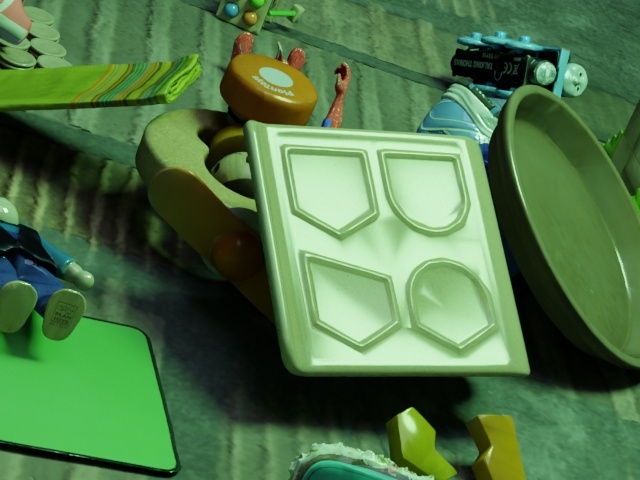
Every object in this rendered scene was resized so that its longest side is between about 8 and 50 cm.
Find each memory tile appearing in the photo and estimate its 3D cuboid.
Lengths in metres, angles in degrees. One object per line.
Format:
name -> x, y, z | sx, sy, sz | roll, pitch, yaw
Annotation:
memory tile -> -0.303, -0.198, 1.893 | 0.113, 0.012, 0.148 | 10, 28, -24

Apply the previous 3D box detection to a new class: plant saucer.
plant saucer -> 0.228, -0.008, 1.761 | 0.278, 0.041, 0.278 | 43, 33, -36

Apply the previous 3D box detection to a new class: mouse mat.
mouse mat -> -0.182, 0.100, 1.402 | 0.152, 0.007, 0.190 | 13, 27, -20

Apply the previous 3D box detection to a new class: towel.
towel -> -0.228, -0.134, 1.692 | 0.237, 0.021, 0.102 | -2, 19, 14

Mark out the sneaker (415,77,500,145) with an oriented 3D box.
sneaker -> 0.182, -0.062, 1.961 | 0.211, 0.081, 0.080 | 49, -2, 18

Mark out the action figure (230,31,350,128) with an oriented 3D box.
action figure -> -0.027, -0.151, 1.890 | 0.091, 0.139, 0.280 | 14, 29, -16

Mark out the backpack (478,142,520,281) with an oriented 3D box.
backpack -> 0.153, -0.020, 1.800 | 0.101, 0.098, 0.120 | 40, 27, -27

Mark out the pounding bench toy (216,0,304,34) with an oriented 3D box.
pounding bench toy -> -0.063, -0.260, 2.166 | 0.083, 0.052, 0.065 | 24, 25, 4

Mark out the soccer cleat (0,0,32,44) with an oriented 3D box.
soccer cleat -> -0.326, -0.264, 1.915 | 0.095, 0.083, 0.248 | 39, 15, -23

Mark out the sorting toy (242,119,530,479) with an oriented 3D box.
sorting toy -> 0.057, 0.054, 1.513 | 0.229, 0.041, 0.307 | 4, 62, -29

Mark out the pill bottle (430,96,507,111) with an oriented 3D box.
pill bottle -> 0.172, -0.117, 2.058 | 0.120, 0.067, 0.067 | 3, 31, -37

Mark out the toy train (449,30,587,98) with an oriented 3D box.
toy train -> 0.219, -0.187, 2.169 | 0.105, 0.080, 0.184 | 7, 4, -29

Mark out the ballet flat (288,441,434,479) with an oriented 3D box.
ballet flat -> 0.090, 0.202, 1.341 | 0.241, 0.091, 0.077 | 28, 3, 4

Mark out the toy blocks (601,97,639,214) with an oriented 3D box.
toy blocks -> 0.413, -0.109, 2.009 | 0.190, 0.261, 0.381 | 17, 25, -11

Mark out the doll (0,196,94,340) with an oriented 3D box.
doll -> -0.228, 0.017, 1.473 | 0.129, 0.046, 0.189 | 12, 18, -27

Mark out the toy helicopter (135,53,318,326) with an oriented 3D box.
toy helicopter -> 0.000, 0.000, 1.608 | 0.355, 0.140, 0.235 | 33, 27, 13
